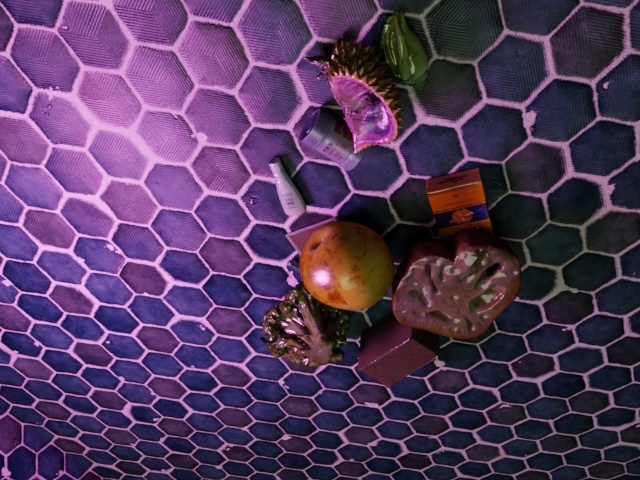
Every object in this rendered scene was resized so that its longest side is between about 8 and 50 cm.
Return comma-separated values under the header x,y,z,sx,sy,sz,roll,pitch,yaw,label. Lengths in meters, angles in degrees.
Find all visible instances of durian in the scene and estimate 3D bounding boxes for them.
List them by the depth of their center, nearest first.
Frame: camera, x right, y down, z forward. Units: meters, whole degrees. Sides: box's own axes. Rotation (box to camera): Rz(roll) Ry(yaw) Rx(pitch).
x,y,z,sx,sy,sz,roll,pitch,yaw,label
0.118,-0.356,1.310,0.154,0.186,0.260,-3,159,23,durian

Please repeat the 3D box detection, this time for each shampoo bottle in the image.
x,y,z,sx,sy,sz,roll,pitch,yaw,label
-0.100,-0.155,1.606,0.069,0.041,0.190,-7,131,19,shampoo bottle

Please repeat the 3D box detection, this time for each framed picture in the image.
x,y,z,sx,sy,sz,roll,pitch,yaw,label
0.000,0.000,1.758,0.183,0.011,0.142,-19,128,23,framed picture

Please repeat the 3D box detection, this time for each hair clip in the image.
x,y,z,sx,sy,sz,roll,pitch,yaw,label
0.018,0.121,1.838,0.275,0.048,0.083,15,156,-5,hair clip

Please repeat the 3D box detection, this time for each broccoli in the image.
x,y,z,sx,sy,sz,roll,pitch,yaw,label
-0.030,0.302,1.869,0.321,0.283,0.303,20,100,-23,broccoli

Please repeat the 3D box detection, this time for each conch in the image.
x,y,z,sx,sy,sz,roll,pitch,yaw,label
0.201,-0.429,1.298,0.095,0.079,0.200,-23,113,33,conch

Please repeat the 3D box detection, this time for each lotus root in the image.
x,y,z,sx,sy,sz,roll,pitch,yaw,label
0.400,0.144,1.646,0.391,0.111,0.375,-23,123,11,lotus root

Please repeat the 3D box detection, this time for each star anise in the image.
x,y,z,sx,sy,sz,roll,pitch,yaw,label
0.039,-0.413,1.339,0.124,0.056,0.129,-24,117,19,star anise

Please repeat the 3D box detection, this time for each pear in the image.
x,y,z,sx,sy,sz,roll,pitch,yaw,label
0.078,0.077,1.632,0.281,0.280,0.280,3,133,3,pear

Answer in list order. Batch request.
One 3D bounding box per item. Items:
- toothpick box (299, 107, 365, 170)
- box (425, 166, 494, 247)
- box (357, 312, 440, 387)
x,y,z,sx,sy,sz,roll,pitch,yaw,label
0.034,-0.264,1.451,0.153,0.101,0.101,28,129,-20,toothpick box
0.406,-0.085,1.598,0.152,0.070,0.237,-13,129,18,box
0.273,0.365,1.949,0.143,0.184,0.273,35,126,-19,box
